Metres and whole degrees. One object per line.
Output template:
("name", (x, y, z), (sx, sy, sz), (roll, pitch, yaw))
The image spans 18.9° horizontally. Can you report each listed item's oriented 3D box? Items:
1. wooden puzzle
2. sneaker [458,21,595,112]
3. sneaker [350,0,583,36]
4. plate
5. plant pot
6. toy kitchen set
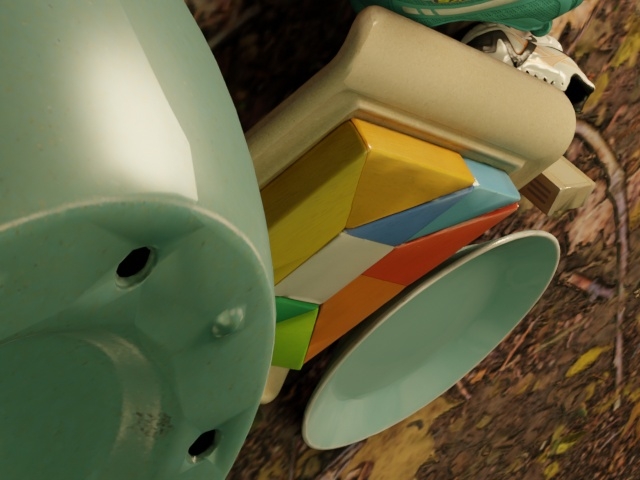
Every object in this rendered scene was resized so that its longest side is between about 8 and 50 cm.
("wooden puzzle", (0.000, 0.000, 0.934), (0.239, 0.044, 0.221), (-43, 153, 20))
("sneaker", (0.106, -0.088, 1.015), (0.109, 0.044, 0.040), (-5, 132, -48))
("sneaker", (0.123, -0.157, 0.929), (0.275, 0.107, 0.110), (-12, 155, -39))
("plate", (0.059, 0.053, 1.116), (0.188, 0.024, 0.188), (-33, 158, -15))
("plant pot", (-0.153, -0.001, 0.497), (0.293, 0.235, 0.293), (-33, 148, -24))
("toy kitchen set", (0.086, -0.016, 1.040), (0.068, 0.075, 0.083), (-9, 134, -46))
